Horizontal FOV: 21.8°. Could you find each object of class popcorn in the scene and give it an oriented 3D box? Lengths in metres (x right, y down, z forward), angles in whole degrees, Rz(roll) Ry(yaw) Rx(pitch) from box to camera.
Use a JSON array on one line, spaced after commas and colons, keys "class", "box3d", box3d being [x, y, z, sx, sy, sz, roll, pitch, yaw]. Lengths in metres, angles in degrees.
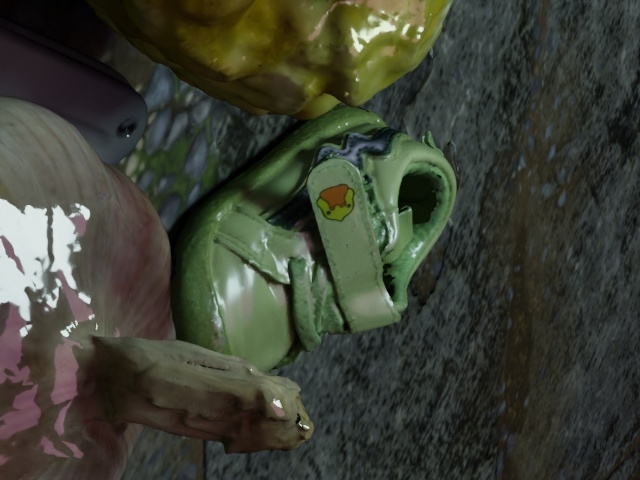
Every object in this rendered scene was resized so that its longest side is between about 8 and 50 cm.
[{"class": "popcorn", "box3d": [-0.027, -0.184, 0.815, 0.225, 0.249, 0.249, -38, 149, 5]}]

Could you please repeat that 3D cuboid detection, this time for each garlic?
[{"class": "garlic", "box3d": [-0.125, 0.062, 0.773, 0.245, 0.253, 0.245, 14, 90, -68]}]

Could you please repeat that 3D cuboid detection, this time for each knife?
[{"class": "knife", "box3d": [-0.176, -0.081, 0.820, 0.073, 0.040, 0.265, -58, 151, 5]}]

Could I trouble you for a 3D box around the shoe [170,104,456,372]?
[{"class": "shoe", "box3d": [-0.007, -0.002, 1.098, 0.262, 0.128, 0.140, -49, 129, -42]}]
